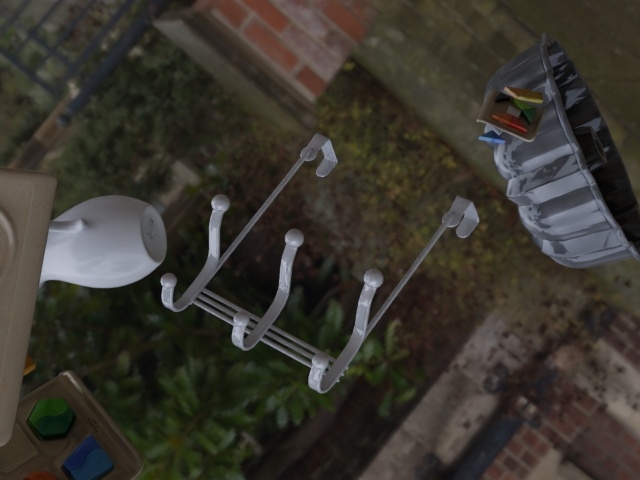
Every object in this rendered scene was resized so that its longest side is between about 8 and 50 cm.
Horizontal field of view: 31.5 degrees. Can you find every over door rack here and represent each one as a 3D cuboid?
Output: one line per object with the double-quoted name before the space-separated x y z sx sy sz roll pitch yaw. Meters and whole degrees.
"over door rack" 0.000 0.000 1.331 0.239 0.324 0.108 26 145 27

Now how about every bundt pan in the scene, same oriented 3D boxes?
"bundt pan" 0.321 -0.107 1.539 0.331 0.124 0.331 48 -151 -38

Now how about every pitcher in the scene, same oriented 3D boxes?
"pitcher" -0.330 -0.001 1.540 0.207 0.126 0.178 -9 159 16

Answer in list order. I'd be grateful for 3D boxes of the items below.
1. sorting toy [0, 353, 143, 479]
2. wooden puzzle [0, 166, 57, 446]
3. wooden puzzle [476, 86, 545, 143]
"sorting toy" -0.448 0.294 1.735 0.307 0.229 0.041 47 152 20
"wooden puzzle" -0.455 0.067 1.191 0.080 0.322 0.347 19 -169 41
"wooden puzzle" 0.229 -0.152 1.359 0.078 0.116 0.014 16 136 3
